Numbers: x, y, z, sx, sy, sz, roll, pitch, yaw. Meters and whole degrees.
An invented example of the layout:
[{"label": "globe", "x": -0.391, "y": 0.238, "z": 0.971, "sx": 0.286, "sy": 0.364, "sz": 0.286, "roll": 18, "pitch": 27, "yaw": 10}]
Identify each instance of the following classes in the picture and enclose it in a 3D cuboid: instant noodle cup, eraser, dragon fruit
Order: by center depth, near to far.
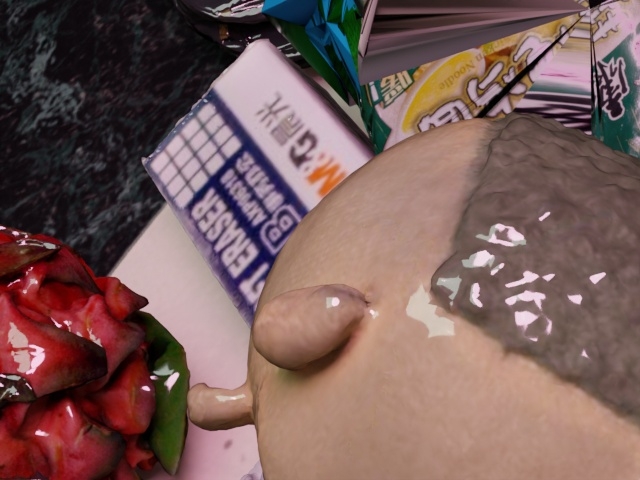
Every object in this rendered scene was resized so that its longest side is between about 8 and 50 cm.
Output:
[{"label": "instant noodle cup", "x": 0.094, "y": -0.145, "z": 0.944, "sx": 0.240, "sy": 0.240, "sz": 0.178, "roll": -44, "pitch": 33, "yaw": 2}, {"label": "dragon fruit", "x": -0.227, "y": 0.103, "z": 0.969, "sx": 0.293, "sy": 0.234, "sz": 0.234, "roll": -15, "pitch": 41, "yaw": -16}, {"label": "eraser", "x": 0.000, "y": 0.000, "z": 0.997, "sx": 0.130, "sy": 0.086, "sz": 0.287, "roll": -42, "pitch": 43, "yaw": 6}]

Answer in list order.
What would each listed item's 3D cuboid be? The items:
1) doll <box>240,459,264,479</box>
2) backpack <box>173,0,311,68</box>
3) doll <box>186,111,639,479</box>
[{"label": "doll", "x": -0.007, "y": 0.151, "z": 0.816, "sx": 0.151, "sy": 0.151, "sz": 0.287, "roll": 25, "pitch": 89, "yaw": 46}, {"label": "backpack", "x": -0.035, "y": -0.231, "z": 1.180, "sx": 0.206, "sy": 0.133, "sz": 0.258, "roll": -24, "pitch": 52, "yaw": 10}, {"label": "doll", "x": 0.124, "y": 0.111, "z": 0.649, "sx": 0.247, "sy": 0.349, "sz": 0.247, "roll": -55, "pitch": 5, "yaw": 7}]
